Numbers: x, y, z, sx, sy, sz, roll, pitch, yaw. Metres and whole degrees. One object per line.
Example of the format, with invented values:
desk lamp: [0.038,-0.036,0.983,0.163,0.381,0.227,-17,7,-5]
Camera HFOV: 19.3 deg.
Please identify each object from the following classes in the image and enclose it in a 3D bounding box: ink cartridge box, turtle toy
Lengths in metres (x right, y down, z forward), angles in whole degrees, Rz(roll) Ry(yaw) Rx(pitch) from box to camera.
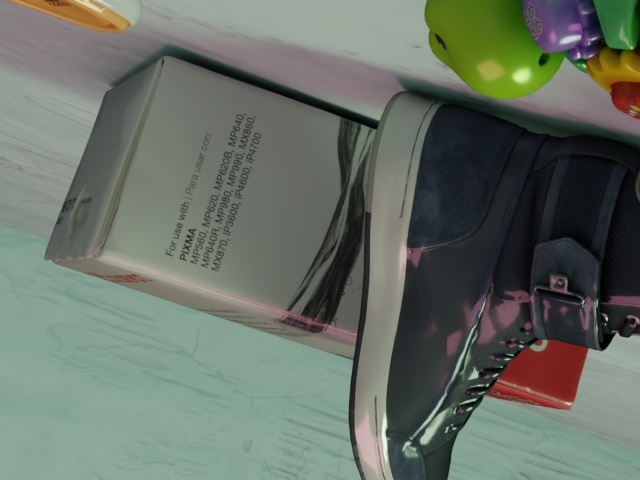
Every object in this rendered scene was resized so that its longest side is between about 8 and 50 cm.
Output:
ink cartridge box: [0.000,0.000,1.060,0.273,0.114,0.197,18,174,-15]
turtle toy: [0.086,-0.066,0.512,0.130,0.066,0.095,11,171,41]

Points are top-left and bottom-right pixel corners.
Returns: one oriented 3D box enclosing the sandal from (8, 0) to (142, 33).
sandal: [-0.196,-0.117,0.772,0.265,0.076,0.102,21,172,-28]

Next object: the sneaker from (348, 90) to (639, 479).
sneaker: [0.102,0.050,0.892,0.163,0.226,0.086,11,-148,14]
